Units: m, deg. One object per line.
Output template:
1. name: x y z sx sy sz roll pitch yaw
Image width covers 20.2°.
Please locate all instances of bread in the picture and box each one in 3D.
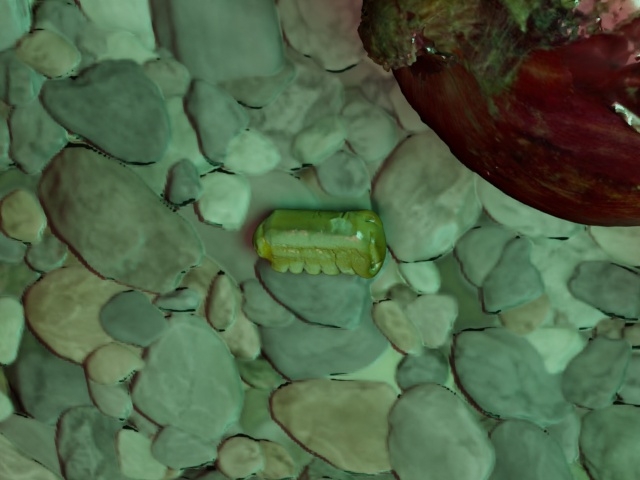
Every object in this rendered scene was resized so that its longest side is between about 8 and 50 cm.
1. bread: 0.000 0.000 1.161 0.088 0.034 0.049 0 130 17

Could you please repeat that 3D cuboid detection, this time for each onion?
1. onion: 0.142 -0.142 0.928 0.276 0.276 0.276 5 116 10
